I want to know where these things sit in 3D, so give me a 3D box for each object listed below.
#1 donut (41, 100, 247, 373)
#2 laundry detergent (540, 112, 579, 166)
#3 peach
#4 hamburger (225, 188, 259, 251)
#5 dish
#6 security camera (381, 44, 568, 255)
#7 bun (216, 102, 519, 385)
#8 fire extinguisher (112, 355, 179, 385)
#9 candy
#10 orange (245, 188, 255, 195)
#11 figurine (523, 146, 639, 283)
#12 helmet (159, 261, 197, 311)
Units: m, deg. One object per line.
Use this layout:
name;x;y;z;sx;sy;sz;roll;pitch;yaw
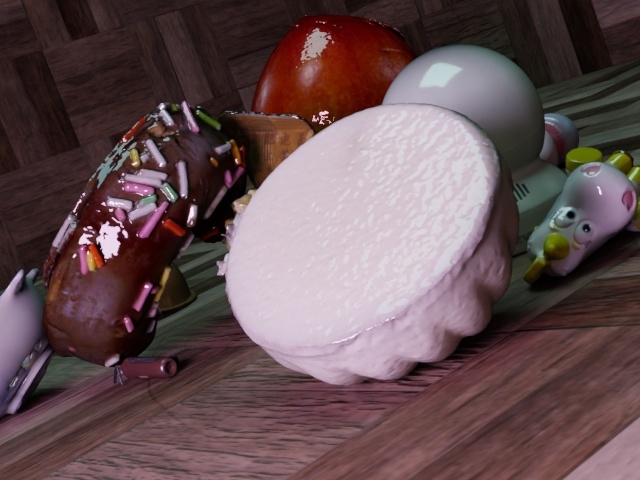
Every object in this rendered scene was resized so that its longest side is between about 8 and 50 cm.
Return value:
donut;-0.195;-0.022;1.296;0.345;0.136;0.259;-57;-6;-35
laundry detergent;0.261;-0.107;1.549;0.159;0.088;0.335;-6;15;45
peach;0.035;-0.218;1.923;0.370;0.370;0.370;-20;8;3
hamburger;0.000;0.000;1.312;0.207;0.155;0.135;-14;14;-22
dish;-0.380;0.151;1.308;0.236;0.086;0.228;-60;5;-8
security camera;0.167;-0.103;1.221;0.194;0.236;0.194;-22;9;4
bun;0.064;0.025;0.932;0.263;0.175;0.263;-23;43;23
fire extinguisher;-0.195;0.141;1.231;0.100;0.032;0.046;-6;26;41
candy;-0.023;-0.069;1.418;0.143;0.271;0.101;-3;44;35
orange;-0.083;-0.024;1.758;0.117;0.136;0.135;15;-15;-34
figurine;0.246;-0.017;1.018;0.129;0.109;0.178;-46;-4;26
helmet;-0.319;0.071;1.698;0.224;0.130;0.198;-18;11;14
